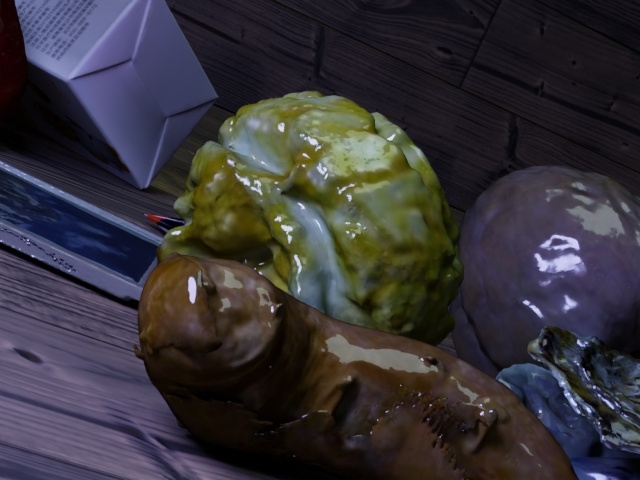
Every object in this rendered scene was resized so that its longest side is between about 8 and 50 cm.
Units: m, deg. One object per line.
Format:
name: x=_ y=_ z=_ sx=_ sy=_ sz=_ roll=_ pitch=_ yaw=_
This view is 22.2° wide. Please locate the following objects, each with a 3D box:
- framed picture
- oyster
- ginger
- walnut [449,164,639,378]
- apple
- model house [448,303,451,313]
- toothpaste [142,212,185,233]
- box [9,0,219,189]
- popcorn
framed picture: x=-0.214 y=-0.014 z=1.297 sx=0.209 sy=0.019 sz=0.281 roll=25 pitch=6 yaw=-5
oyster: x=0.282 y=0.174 z=1.220 sx=0.351 sy=0.158 sz=0.162 roll=30 pitch=46 yaw=-27
ginger: x=0.024 y=0.098 z=0.941 sx=0.309 sy=0.107 sz=0.133 roll=27 pitch=-8 yaw=-20
walnut: x=0.239 y=0.046 z=1.554 sx=0.248 sy=0.248 sz=0.248 roll=25 pitch=7 yaw=-3
apple: x=-0.362 y=-0.184 z=1.545 sx=0.158 sy=0.156 sz=0.147 roll=-8 pitch=18 yaw=-18
model house: x=0.188 y=0.072 z=1.840 sx=0.083 sy=0.079 sz=0.066 roll=22 pitch=5 yaw=-13
toothpaste: x=-0.096 y=0.005 z=1.503 sx=0.071 sy=0.045 sz=0.193 roll=21 pitch=2 yaw=-34
box: x=-0.306 y=-0.225 z=1.772 sx=0.341 sy=0.143 sz=0.225 roll=28 pitch=-18 yaw=29
popcorn: x=0.000 y=0.000 z=1.169 sx=0.183 sy=0.204 sz=0.221 roll=-19 pitch=59 yaw=-44
